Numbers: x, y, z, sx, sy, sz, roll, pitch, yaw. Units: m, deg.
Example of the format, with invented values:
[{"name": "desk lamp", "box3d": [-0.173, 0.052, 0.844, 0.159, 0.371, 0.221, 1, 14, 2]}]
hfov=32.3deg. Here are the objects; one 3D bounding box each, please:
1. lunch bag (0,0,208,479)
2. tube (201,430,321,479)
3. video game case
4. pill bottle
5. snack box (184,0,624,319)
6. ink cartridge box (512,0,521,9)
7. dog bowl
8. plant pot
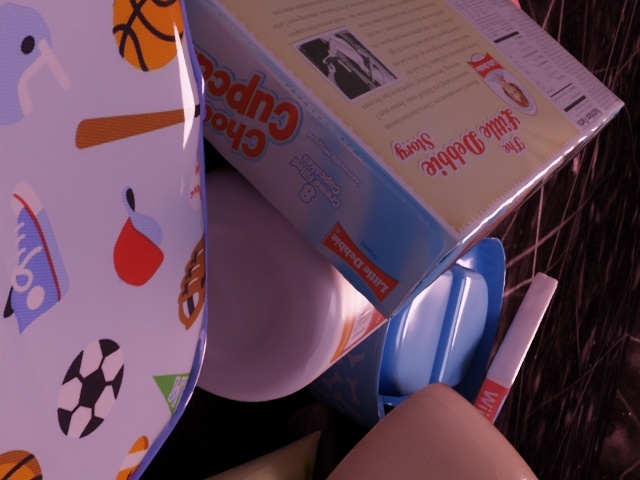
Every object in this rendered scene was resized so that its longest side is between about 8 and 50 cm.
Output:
[{"name": "lunch bag", "box3d": [-0.140, -0.003, 0.336, 0.243, 0.115, 0.303, -52, 147, -41]}, {"name": "tube", "box3d": [-0.047, 0.177, 0.709, 0.070, 0.062, 0.240, -38, 165, 12]}, {"name": "video game case", "box3d": [0.148, 0.190, 1.074, 0.204, 0.025, 0.285, -47, 158, -56]}, {"name": "pill bottle", "box3d": [0.000, 0.000, 0.636, 0.216, 0.121, 0.121, -30, 129, -60]}, {"name": "snack box", "box3d": [0.052, -0.091, 0.626, 0.060, 0.187, 0.322, -50, 170, 31]}, {"name": "ink cartridge box", "box3d": [0.092, -0.110, 0.846, 0.115, 0.067, 0.198, 37, 69, -65]}, {"name": "dog bowl", "box3d": [0.072, 0.066, 0.890, 0.297, 0.074, 0.166, 9, 94, -66]}, {"name": "plant pot", "box3d": [0.084, 0.271, 0.780, 0.284, 0.191, 0.284, -44, 155, -27]}]
